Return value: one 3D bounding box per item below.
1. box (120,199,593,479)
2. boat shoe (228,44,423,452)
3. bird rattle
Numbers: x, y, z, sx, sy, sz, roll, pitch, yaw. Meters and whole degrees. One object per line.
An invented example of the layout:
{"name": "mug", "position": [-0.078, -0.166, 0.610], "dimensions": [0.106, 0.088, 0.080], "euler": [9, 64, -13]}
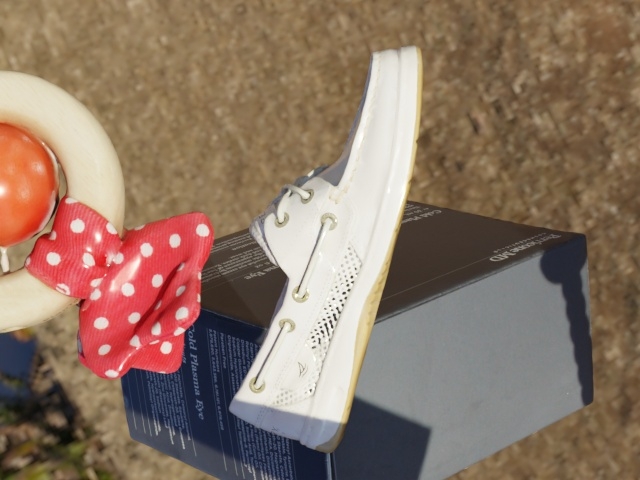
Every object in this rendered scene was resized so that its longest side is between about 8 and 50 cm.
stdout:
{"name": "box", "position": [0.030, 0.095, 1.394], "dimensions": [0.313, 0.343, 0.178], "euler": [13, 116, 48]}
{"name": "boat shoe", "position": [0.000, 0.000, 0.962], "dimensions": [0.098, 0.096, 0.277], "euler": [-63, -13, -83]}
{"name": "bird rattle", "position": [-0.193, -0.005, 0.903], "dimensions": [0.254, 0.143, 0.206], "euler": [-11, 86, 13]}
